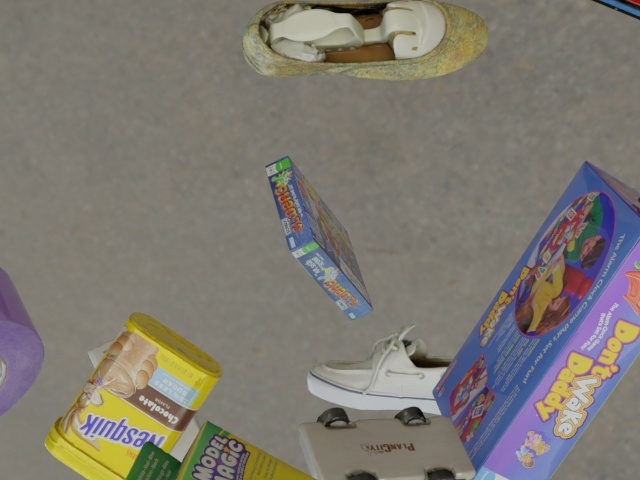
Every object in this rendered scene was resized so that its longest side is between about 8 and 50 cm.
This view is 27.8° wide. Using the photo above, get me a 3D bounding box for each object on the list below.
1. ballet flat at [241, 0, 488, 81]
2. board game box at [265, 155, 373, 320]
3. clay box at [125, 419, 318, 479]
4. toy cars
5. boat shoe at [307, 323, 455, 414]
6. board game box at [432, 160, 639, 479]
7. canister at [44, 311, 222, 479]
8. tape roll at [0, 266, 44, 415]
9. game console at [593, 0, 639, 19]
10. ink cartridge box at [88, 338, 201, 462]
[{"bbox_3d":[0.064,-0.285,1.790,0.348,0.123,0.123,-3,130,-1],"label":"ballet flat"},{"bbox_3d":[0.000,0.000,1.634,0.201,0.035,0.136,51,-162,-53],"label":"board game box"},{"bbox_3d":[-0.035,0.214,0.898,0.222,0.127,0.053,29,120,-5],"label":"clay box"},{"bbox_3d":[0.011,0.288,1.297,0.176,0.393,0.087,34,129,11],"label":"toy cars"},{"bbox_3d":[0.153,0.217,2.297,0.367,0.136,0.156,5,105,19],"label":"boat shoe"},{"bbox_3d":[0.268,0.104,1.475,0.078,0.233,0.347,28,106,-15],"label":"board game box"},{"bbox_3d":[-0.198,0.178,1.390,0.126,0.073,0.170,33,99,-2],"label":"canister"},{"bbox_3d":[-0.435,0.133,1.358,0.090,0.275,0.275,58,149,24],"label":"tape roll"},{"bbox_3d":[0.396,-0.300,1.663,0.144,0.124,0.085,21,131,-4],"label":"game console"},{"bbox_3d":[-0.195,0.208,1.544,0.203,0.086,0.148,65,172,2],"label":"ink cartridge box"}]
